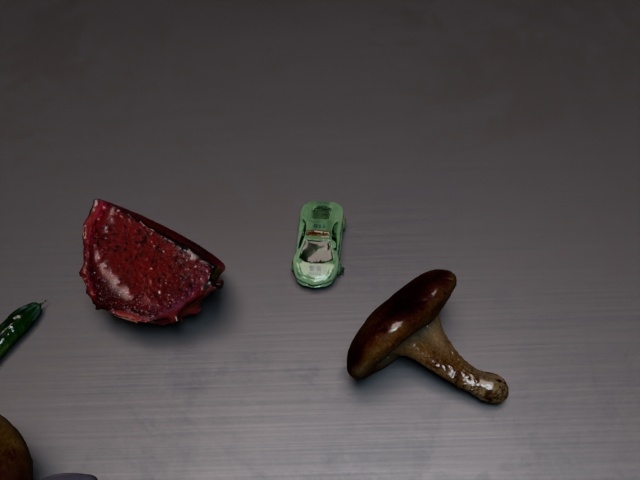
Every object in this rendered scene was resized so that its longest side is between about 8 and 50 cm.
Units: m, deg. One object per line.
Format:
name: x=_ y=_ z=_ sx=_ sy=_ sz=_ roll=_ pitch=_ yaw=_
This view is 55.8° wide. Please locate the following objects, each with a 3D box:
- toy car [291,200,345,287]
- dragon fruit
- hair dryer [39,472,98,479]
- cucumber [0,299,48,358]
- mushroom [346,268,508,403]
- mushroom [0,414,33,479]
toy car: x=0.000 y=0.000 z=1.067 sx=0.093 sy=0.058 sz=0.186 roll=4 pitch=49 yaw=4
dragon fruit: x=-0.264 y=0.046 z=0.993 sx=0.261 sy=0.163 sz=0.189 roll=27 pitch=27 yaw=20
hair dryer: x=-0.178 y=0.415 z=0.701 sx=0.361 sy=0.121 sz=0.301 roll=-6 pitch=58 yaw=-9
cucumber: x=-0.507 y=0.153 z=0.976 sx=0.039 sy=0.039 sz=0.168 roll=18 pitch=54 yaw=17
mushroom: x=0.172 y=0.170 z=0.883 sx=0.227 sy=0.148 sz=0.217 roll=-38 pitch=73 yaw=-20
mushroom: x=-0.484 y=0.328 z=0.745 sx=0.253 sy=0.153 sz=0.253 roll=-5 pitch=47 yaw=6
